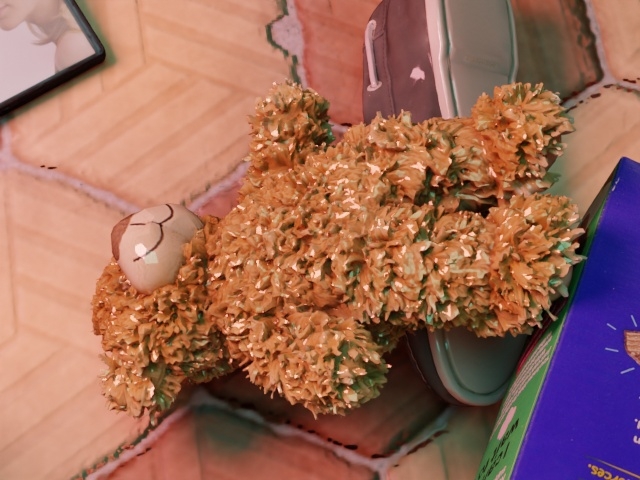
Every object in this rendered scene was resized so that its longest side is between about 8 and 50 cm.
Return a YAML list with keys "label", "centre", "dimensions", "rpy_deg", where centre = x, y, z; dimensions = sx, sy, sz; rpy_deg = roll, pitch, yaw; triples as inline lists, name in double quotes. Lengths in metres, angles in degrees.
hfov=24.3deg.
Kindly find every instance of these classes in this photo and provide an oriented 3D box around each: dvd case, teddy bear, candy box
- label: "dvd case"
  centre: [-0.297, -0.197, 1.085]
  dimensions: [0.180, 0.022, 0.253]
  rpy_deg: [-31, 83, -14]
- label: "teddy bear"
  centre: [0.000, 0.000, 0.907]
  dimensions: [0.338, 0.113, 0.245]
  rpy_deg: [0, 66, 30]
- label: "candy box"
  centre: [0.236, 0.134, 0.842]
  dimensions: [0.268, 0.122, 0.317]
  rpy_deg: [25, 45, 4]

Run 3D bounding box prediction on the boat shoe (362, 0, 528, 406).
- label: "boat shoe"
  centre: [0.084, -0.040, 1.025]
  dimensions: [0.112, 0.095, 0.335]
  rpy_deg: [16, 64, -33]
